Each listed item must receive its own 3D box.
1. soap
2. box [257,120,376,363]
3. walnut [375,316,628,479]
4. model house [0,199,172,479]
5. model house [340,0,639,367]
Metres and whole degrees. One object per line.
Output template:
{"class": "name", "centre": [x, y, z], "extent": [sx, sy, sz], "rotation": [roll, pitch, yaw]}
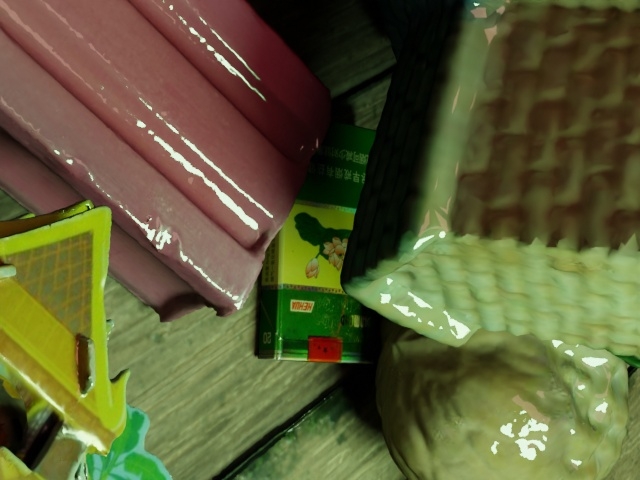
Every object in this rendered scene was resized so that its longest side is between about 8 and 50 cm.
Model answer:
{"class": "soap", "centre": [-0.166, -0.129, 0.960], "extent": [0.359, 0.128, 0.233], "rotation": [44, 57, -33]}
{"class": "box", "centre": [0.000, 0.000, 1.176], "extent": [0.132, 0.034, 0.235], "rotation": [7, 81, -44]}
{"class": "walnut", "centre": [0.174, 0.145, 1.201], "extent": [0.273, 0.227, 0.273], "rotation": [4, 83, -39]}
{"class": "model house", "centre": [-0.199, 0.130, 0.836], "extent": [0.357, 0.242, 0.313], "rotation": [48, 53, -28]}
{"class": "model house", "centre": [0.190, -0.131, 1.065], "extent": [0.395, 0.400, 0.445], "rotation": [62, 36, -66]}
